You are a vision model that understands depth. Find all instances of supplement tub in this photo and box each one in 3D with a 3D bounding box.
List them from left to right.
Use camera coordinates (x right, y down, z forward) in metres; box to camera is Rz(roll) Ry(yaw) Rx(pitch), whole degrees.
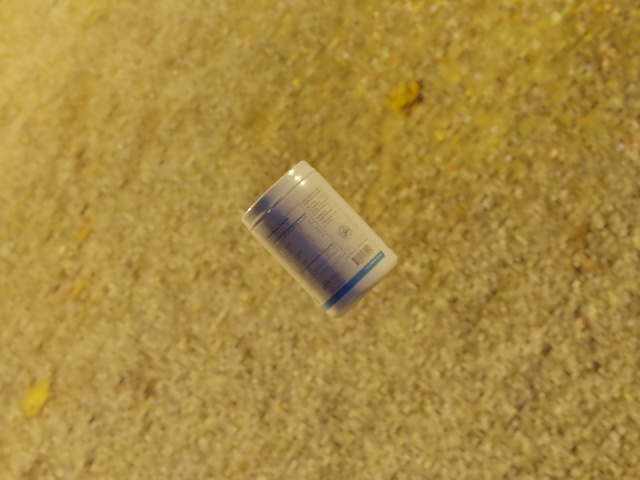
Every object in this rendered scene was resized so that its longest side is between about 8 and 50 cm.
[{"bbox_3d":[0.000,0.000,1.054,0.071,0.107,0.071,-43,-2,-2],"label":"supplement tub"}]
